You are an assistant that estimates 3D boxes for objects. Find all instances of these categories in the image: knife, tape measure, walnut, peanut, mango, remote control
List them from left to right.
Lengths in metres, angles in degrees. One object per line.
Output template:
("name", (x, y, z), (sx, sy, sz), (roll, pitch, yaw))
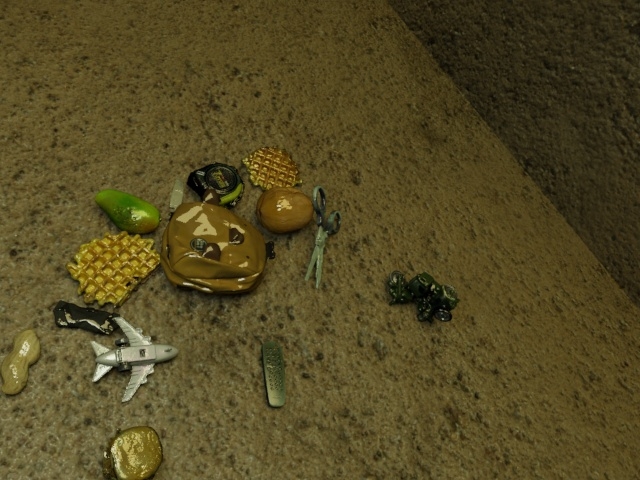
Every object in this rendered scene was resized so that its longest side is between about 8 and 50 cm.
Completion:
("peanut", (-0.832, 0.334, 1.558), (0.082, 0.082, 0.187), (18, 52, -13))
("mango", (-0.663, -0.097, 1.926), (0.232, 0.111, 0.125), (24, 45, -6))
("knife", (-0.533, -0.126, 2.068), (0.047, 0.017, 0.298), (9, 54, -15))
("tape measure", (-0.386, -0.198, 2.132), (0.186, 0.112, 0.199), (-27, 77, -30))
("remote control", (-0.153, 0.435, 1.830), (0.072, 0.042, 0.222), (7, 53, -22))
("walnut", (-0.137, -0.115, 2.143), (0.225, 0.193, 0.193), (-8, 60, -43))

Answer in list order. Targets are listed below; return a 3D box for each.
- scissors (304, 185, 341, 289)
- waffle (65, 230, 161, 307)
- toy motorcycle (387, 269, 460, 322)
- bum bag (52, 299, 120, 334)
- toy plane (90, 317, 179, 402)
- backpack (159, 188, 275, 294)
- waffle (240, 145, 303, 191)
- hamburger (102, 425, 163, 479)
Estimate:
("scissors", (0.000, 0.000, 2.149), (0.029, 0.256, 0.384), (-2, 58, 26))
("waffle", (-0.659, 0.095, 1.822), (0.309, 0.065, 0.283), (-3, 57, -25))
("toy motorcycle", (0.391, 0.206, 2.151), (0.275, 0.205, 0.127), (40, 51, -2))
("bum bag", (-0.710, 0.233, 1.705), (0.197, 0.049, 0.087), (15, 47, -14))
("toy plane", (-0.546, 0.344, 1.670), (0.255, 0.101, 0.251), (-2, 70, -27))
("backpack", (-0.352, 0.022, 1.924), (0.377, 0.201, 0.354), (10, 51, -26))
("waffle", (-0.197, -0.287, 2.327), (0.243, 0.059, 0.238), (-26, 74, -34))
("hamburger", (-0.499, 0.590, 1.504), (0.159, 0.131, 0.185), (-4, 65, -38))
